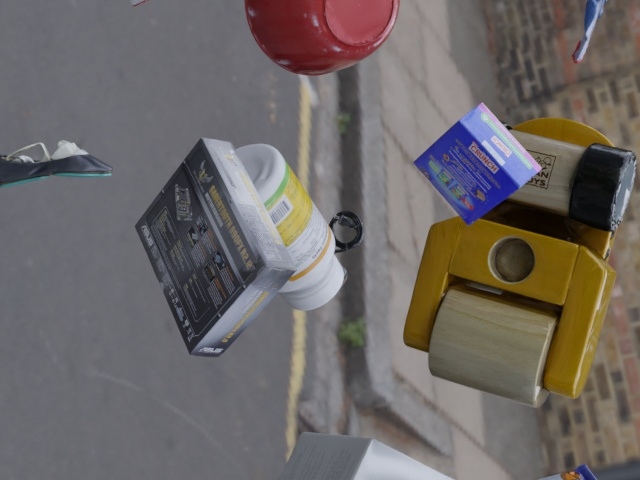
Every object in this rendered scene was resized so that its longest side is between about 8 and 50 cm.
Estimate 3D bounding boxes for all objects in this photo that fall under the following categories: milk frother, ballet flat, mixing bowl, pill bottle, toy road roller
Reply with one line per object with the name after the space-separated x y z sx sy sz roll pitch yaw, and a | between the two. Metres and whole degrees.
0.000 0.000 1.940 0.135 0.129 0.143 70 35 -78 | milk frother
-0.452 -0.132 1.955 0.074 0.203 0.074 -6 90 -84 | ballet flat
0.019 -0.264 1.271 0.098 0.181 0.181 29 -30 56 | mixing bowl
-0.062 -0.011 1.696 0.245 0.136 0.136 56 28 -38 | pill bottle
0.254 0.020 1.369 0.240 0.203 0.329 14 92 -67 | toy road roller

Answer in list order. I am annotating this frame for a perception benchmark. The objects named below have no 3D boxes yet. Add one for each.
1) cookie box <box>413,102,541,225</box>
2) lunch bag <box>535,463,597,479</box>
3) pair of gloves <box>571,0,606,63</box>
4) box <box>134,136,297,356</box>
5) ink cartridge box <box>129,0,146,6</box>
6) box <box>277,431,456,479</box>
0.157 -0.076 1.179 0.092 0.107 0.040 49 61 0 | cookie box
0.199 0.420 1.090 0.385 0.328 0.238 -123 -152 -54 | lunch bag
0.379 -0.343 1.569 0.159 0.023 0.198 97 17 -49 | pair of gloves
-0.144 0.008 1.528 0.056 0.183 0.231 9 42 -45 | box
-0.257 -0.450 1.915 0.056 0.099 0.135 60 33 -22 | ink cartridge box
0.044 0.397 1.598 0.215 0.168 0.345 -64 -169 -14 | box
